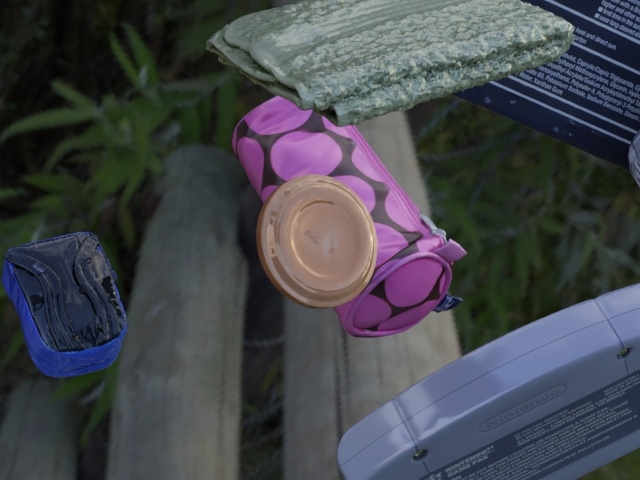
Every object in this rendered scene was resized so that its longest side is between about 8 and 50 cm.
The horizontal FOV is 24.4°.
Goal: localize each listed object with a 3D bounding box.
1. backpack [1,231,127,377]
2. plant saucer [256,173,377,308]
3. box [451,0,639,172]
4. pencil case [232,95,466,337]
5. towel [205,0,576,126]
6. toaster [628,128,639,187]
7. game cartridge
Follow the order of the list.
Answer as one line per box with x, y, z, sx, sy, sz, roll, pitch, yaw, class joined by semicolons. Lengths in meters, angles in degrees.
-0.232;0.067;1.372;0.098;0.101;0.120;-17;61;-22;backpack
0.000;0.000;0.906;0.083;0.013;0.083;7;76;-29;plant saucer
0.238;-0.261;1.400;0.296;0.294;0.182;21;17;-19;box
0.017;-0.027;1.074;0.095;0.098;0.209;21;27;-50;pencil case
0.032;-0.093;0.681;0.148;0.027;0.110;-17;32;-26;towel
0.377;-0.058;1.292;0.129;0.146;0.227;0;50;-45;toaster
0.165;0.145;1.196;0.062;0.297;0.198;63;-1;41;game cartridge
